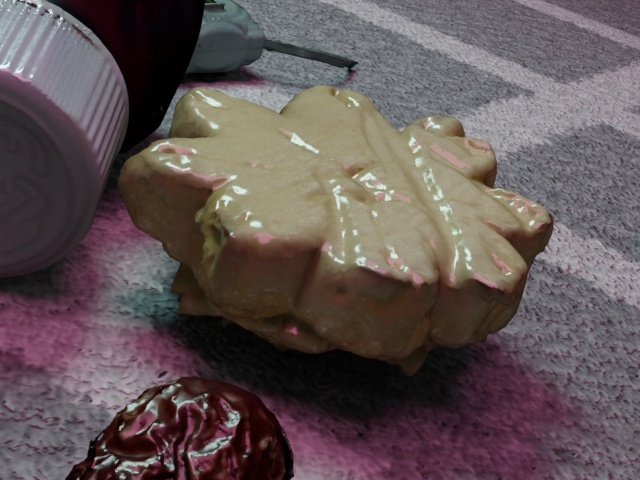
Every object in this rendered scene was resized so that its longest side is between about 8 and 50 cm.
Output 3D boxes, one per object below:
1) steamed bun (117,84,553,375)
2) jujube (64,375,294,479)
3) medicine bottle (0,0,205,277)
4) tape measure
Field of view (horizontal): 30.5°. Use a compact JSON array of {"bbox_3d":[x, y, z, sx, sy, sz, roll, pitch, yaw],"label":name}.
[{"bbox_3d":[0.000,0.000,0.826,0.292,0.137,0.295,27,35,15],"label":"steamed bun"},{"bbox_3d":[-0.078,0.127,0.551,0.104,0.104,0.166,23,27,16],"label":"jujube"},{"bbox_3d":[-0.213,-0.152,0.889,0.243,0.242,0.395,12,29,-8],"label":"medicine bottle"},{"bbox_3d":[-0.085,-0.246,1.351,0.330,0.084,0.164,-13,41,-44],"label":"tape measure"}]
